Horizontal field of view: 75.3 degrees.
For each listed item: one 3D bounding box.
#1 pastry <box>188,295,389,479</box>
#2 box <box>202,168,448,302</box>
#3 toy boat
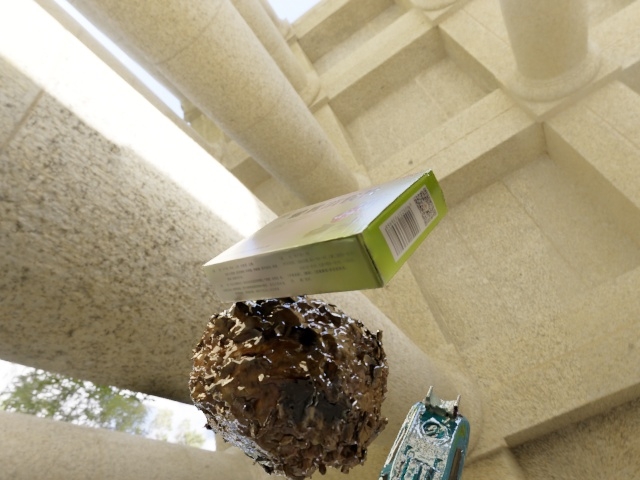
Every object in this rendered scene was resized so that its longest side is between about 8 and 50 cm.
[{"bbox_3d":[-0.038,0.188,0.549,0.275,0.275,0.192,38,-58,43],"label":"pastry"},{"bbox_3d":[0.000,0.000,0.507,0.261,0.062,0.175,-14,-162,42],"label":"box"},{"bbox_3d":[0.178,0.387,0.729,0.134,0.092,0.299,10,-153,26],"label":"toy boat"}]
